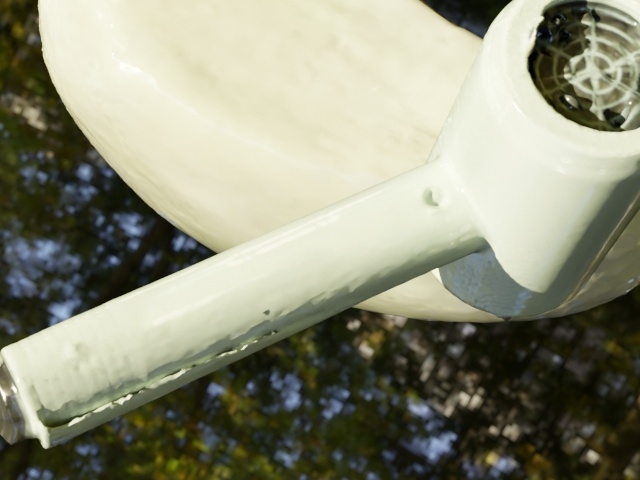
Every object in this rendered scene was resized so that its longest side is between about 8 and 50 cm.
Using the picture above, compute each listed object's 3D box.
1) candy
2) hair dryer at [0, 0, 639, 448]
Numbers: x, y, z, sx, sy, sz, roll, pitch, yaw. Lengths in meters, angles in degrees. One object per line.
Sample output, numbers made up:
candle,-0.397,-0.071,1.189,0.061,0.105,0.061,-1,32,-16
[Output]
candy,0.011,-0.059,0.883,0.386,0.186,0.427,25,180,-4
hair dryer,0.000,0.000,0.456,0.131,0.236,0.073,104,142,-67
